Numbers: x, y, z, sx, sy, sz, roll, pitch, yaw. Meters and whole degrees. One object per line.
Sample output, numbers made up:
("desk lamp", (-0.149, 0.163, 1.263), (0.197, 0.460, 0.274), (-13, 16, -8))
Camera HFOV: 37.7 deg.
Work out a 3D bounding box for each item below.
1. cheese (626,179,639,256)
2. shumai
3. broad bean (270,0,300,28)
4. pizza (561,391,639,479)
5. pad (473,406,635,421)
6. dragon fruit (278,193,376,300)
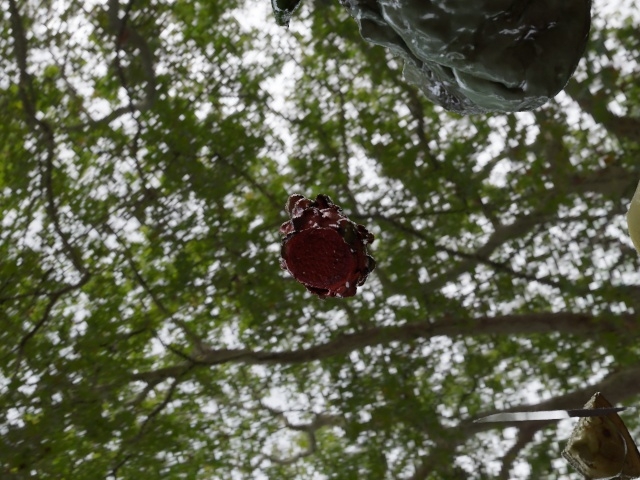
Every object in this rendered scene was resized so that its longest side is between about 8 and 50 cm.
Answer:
("cheese", (0.800, -0.013, 2.086), (0.128, 0.259, 0.316), (-15, -128, -10))
("shumai", (0.158, -0.308, 1.209), (0.263, 0.309, 0.304), (2, -130, -39))
("broad bean", (-0.054, -0.433, 1.551), (0.061, 0.195, 0.046), (-8, -133, -30))
("pizza", (0.627, 0.449, 2.006), (0.204, 0.080, 0.188), (50, -132, 2))
("pad", (0.425, 0.320, 1.724), (0.266, 0.176, 0.002), (-1, -106, -8))
("dragon fruit", (0.000, 0.000, 1.405), (0.150, 0.133, 0.207), (26, -157, -42))
